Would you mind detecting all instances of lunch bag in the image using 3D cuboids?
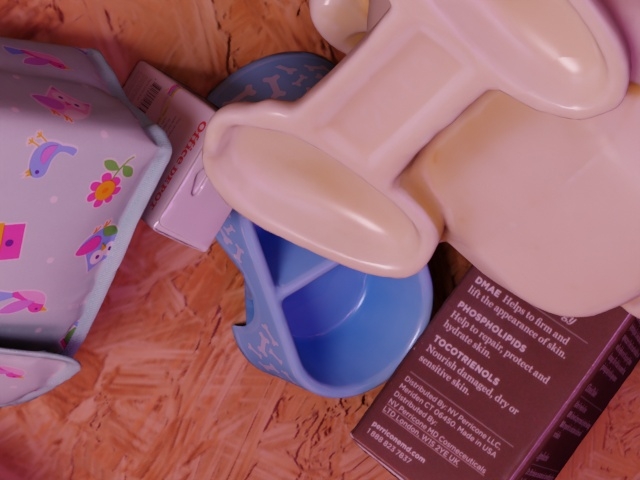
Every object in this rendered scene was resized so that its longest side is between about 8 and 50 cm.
[{"bbox_3d":[-0.251,0.004,0.959,0.223,0.160,0.262,6,121,-40],"label":"lunch bag"}]

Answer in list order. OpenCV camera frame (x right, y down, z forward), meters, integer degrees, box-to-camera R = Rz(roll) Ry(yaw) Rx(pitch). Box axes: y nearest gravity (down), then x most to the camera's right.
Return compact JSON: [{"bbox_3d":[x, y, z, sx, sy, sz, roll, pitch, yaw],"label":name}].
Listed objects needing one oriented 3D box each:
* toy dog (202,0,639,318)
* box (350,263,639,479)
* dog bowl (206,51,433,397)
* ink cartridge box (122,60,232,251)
[{"bbox_3d":[0.167,-0.172,1.028,0.395,0.408,0.284,28,135,-7],"label":"toy dog"},{"bbox_3d":[0.203,0.055,1.264,0.381,0.143,0.191,-53,160,1],"label":"box"},{"bbox_3d":[0.000,0.000,1.181,0.166,0.074,0.297,-31,128,-18],"label":"dog bowl"},{"bbox_3d":[-0.102,-0.059,1.047,0.052,0.122,0.088,28,96,-40],"label":"ink cartridge box"}]
